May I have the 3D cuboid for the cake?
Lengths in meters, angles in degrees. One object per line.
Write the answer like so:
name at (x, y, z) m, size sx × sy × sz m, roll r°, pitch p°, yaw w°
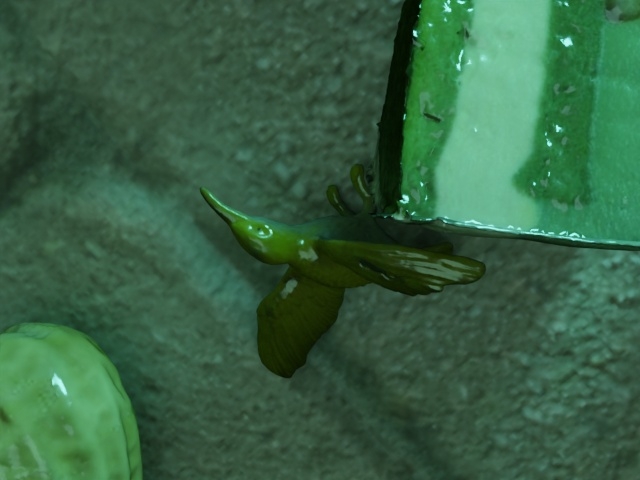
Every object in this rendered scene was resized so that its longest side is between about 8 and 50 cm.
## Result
cake at (0.119, -0.136, 1.137) m, size 0.158 × 0.172 × 0.284 m, roll 7°, pitch 86°, yaw -3°

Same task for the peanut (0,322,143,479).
peanut at (-0.180, 0.201, 1.298) m, size 0.147 × 0.147 × 0.306 m, roll -2°, pitch 112°, yaw 13°

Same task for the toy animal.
toy animal at (0.000, 0.000, 1.211) m, size 0.155 × 0.095 × 0.219 m, roll 42°, pitch 142°, yaw -4°
